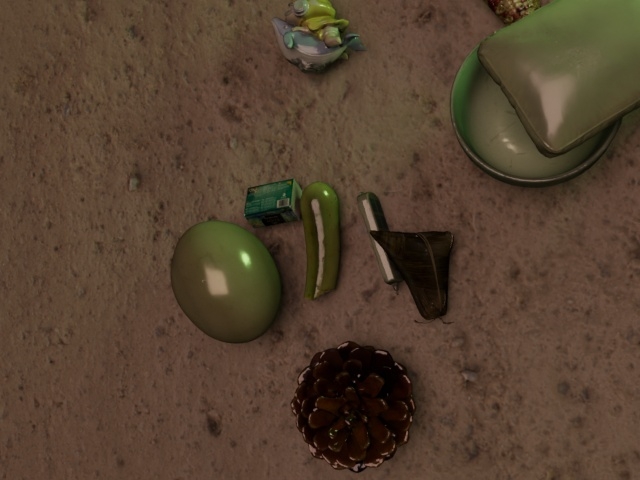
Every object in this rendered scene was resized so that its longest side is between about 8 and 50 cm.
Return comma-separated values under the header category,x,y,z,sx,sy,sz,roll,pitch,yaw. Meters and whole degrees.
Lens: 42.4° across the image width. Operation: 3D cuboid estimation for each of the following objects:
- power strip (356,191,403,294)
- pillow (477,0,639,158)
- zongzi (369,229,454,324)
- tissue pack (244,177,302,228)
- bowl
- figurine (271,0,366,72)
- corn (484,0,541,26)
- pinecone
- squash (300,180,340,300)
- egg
category,x,y,z,sx,sy,sz,roll,pitch,yaw
power strip,0.126,0.003,1.682,0.029,0.080,0.226,-21,80,18
pillow,0.460,-0.316,1.401,0.322,0.120,0.255,-29,74,4
zongzi,0.172,0.072,1.616,0.084,0.184,0.187,-1,87,63
tissue pack,-0.096,-0.073,1.774,0.111,0.079,0.085,-11,51,19
bowl,0.397,-0.239,1.541,0.307,0.163,0.307,-2,80,10
figurine,-0.006,-0.442,1.741,0.209,0.128,0.183,12,88,12
corn,0.341,-0.535,1.635,0.098,0.098,0.289,-36,79,14
pinecone,0.070,0.325,1.597,0.264,0.264,0.264,-1,86,20
squash,0.000,0.000,1.732,0.083,0.083,0.250,-2,89,20
egg,-0.196,0.086,1.719,0.219,0.219,0.269,-25,79,17
